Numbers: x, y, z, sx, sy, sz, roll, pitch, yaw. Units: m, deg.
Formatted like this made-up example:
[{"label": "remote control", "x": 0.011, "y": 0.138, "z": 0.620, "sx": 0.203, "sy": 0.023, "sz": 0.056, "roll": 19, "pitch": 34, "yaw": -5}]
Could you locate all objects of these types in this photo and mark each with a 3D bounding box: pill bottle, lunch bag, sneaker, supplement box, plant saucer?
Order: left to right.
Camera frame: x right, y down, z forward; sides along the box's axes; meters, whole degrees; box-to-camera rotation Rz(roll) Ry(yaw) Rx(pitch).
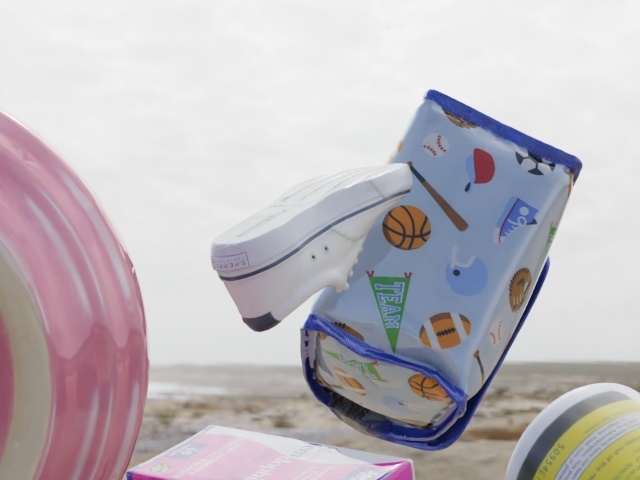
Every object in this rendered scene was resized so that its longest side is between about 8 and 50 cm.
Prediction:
[{"label": "plant saucer", "x": -0.261, "y": 0.070, "z": 0.540, "sx": 0.332, "sy": 0.332, "sz": 0.084, "roll": 3, "pitch": 3, "yaw": -5}, {"label": "supplement box", "x": -0.038, "y": 0.233, "z": 0.827, "sx": 0.220, "sy": 0.114, "sz": 0.111, "roll": 2, "pitch": 14, "yaw": 35}, {"label": "sneaker", "x": 0.000, "y": 0.000, "z": 0.920, "sx": 0.094, "sy": 0.091, "sz": 0.258, "roll": 1, "pitch": 22, "yaw": 42}, {"label": "lunch bag", "x": 0.134, "y": 0.066, "z": 1.237, "sx": 0.239, "sy": 0.328, "sz": 0.385, "roll": 29, "pitch": -20, "yaw": 7}, {"label": "pill bottle", "x": 0.205, "y": 0.173, "z": 0.551, "sx": 0.119, "sy": 0.119, "sz": 0.208, "roll": 6, "pitch": 16, "yaw": -29}]
